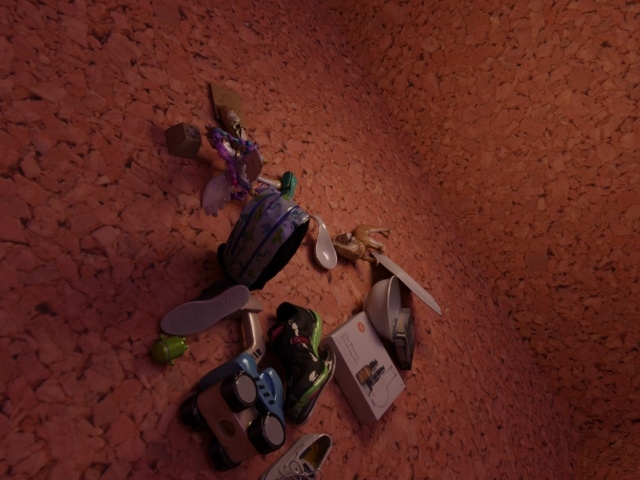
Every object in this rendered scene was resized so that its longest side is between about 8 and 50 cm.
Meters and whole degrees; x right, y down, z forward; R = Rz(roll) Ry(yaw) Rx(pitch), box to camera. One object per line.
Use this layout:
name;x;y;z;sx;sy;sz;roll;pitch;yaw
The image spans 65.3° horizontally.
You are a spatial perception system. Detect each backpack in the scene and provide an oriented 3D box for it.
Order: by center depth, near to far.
backpack;-0.178;-0.006;1.680;0.290;0.355;0.273;-41;98;-32

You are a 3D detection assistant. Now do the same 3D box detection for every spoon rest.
spoon rest;0.000;0.000;2.250;0.137;0.084;0.277;-6;69;-51

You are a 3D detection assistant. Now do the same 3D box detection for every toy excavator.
toy excavator;-0.240;0.427;1.603;0.433;0.222;0.445;58;22;0

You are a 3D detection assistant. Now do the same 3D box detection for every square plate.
square plate;0.428;0.198;2.478;0.344;0.049;0.347;41;3;-24

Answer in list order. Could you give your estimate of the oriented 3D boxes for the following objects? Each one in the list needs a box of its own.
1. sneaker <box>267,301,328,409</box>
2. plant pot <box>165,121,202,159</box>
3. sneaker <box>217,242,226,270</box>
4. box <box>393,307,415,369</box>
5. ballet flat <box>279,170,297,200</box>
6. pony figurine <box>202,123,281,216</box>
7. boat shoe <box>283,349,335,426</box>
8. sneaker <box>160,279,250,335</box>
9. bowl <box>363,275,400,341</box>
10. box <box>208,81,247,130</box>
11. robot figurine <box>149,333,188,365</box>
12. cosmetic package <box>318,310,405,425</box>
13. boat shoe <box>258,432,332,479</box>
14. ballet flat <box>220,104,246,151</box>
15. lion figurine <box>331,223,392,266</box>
sneaker;-0.100;0.389;1.740;0.202;0.185;0.483;34;18;-20
plant pot;-0.514;-0.390;1.913;0.109;0.096;0.109;6;60;-48
sneaker;-0.302;0.094;1.852;0.211;0.080;0.081;52;16;-11
box;0.391;0.457;2.314;0.183;0.056;0.231;-69;152;-47
ballet flat;-0.147;-0.205;2.230;0.087;0.083;0.247;50;37;-35
pony figurine;-0.307;-0.261;1.955;0.363;0.302;0.351;34;33;-51
boat shoe;-0.037;0.510;1.823;0.095;0.112;0.335;50;40;-19
sneaker;-0.387;0.219;1.641;0.295;0.147;0.105;-23;104;-24
bowl;0.274;0.308;2.264;0.298;0.134;0.298;-1;90;-71
box;-0.415;-0.600;2.241;0.164;0.021;0.201;9;58;-46
robot figurine;-0.455;0.327;1.499;0.115;0.067;0.101;-12;74;-52
cosmetic package;0.176;0.521;2.080;0.284;0.097;0.377;-25;85;-56
boat shoe;-0.065;0.743;1.585;0.136;0.156;0.367;59;36;1
ballet flat;-0.362;-0.486;2.153;0.080;0.073;0.232;-21;90;-50
lion figurine;0.201;0.001;2.447;0.240;0.142;0.392;20;20;11
